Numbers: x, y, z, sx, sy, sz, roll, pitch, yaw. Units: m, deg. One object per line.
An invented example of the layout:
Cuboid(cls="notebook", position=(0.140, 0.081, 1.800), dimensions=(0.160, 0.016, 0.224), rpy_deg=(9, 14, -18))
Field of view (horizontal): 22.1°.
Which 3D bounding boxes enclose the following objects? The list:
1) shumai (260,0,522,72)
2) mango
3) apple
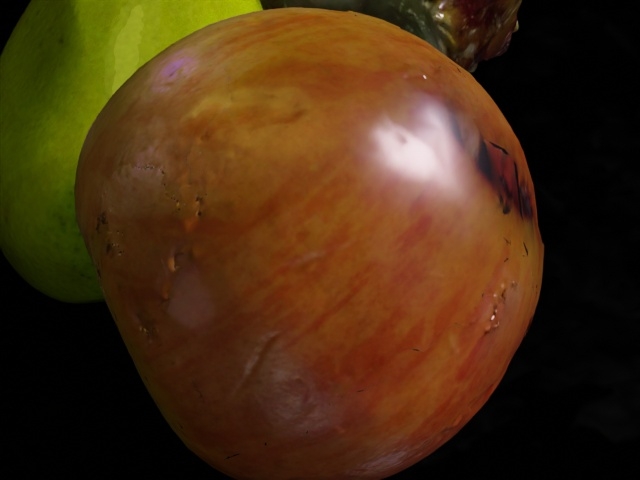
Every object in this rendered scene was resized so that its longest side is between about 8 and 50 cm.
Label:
Cuboid(cls="shumai", position=(0.033, -0.102, 0.663), dimensions=(0.124, 0.099, 0.087), rpy_deg=(-43, 63, 12))
Cuboid(cls="mango", position=(-0.079, -0.047, 0.612), dimensions=(0.117, 0.089, 0.163), rpy_deg=(-18, 39, 37))
Cuboid(cls="apple", position=(0.000, 0.000, 0.485), dimensions=(0.146, 0.146, 0.146), rpy_deg=(-10, 37, 7))
